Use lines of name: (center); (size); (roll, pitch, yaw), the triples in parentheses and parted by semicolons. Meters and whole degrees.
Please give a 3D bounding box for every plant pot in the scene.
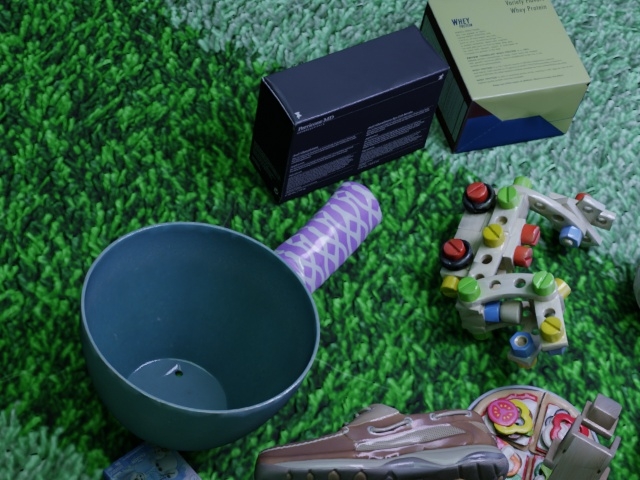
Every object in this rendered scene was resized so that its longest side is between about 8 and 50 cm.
plant pot: (-0.166, 0.148, 1.684); (0.290, 0.195, 0.290); (10, 46, -11)

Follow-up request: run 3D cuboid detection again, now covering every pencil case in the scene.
pencil case: (0.000, 0.000, 1.897); (0.088, 0.086, 0.206); (12, 44, 40)

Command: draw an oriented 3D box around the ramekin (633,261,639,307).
ramekin: (0.536, 0.063, 1.887); (0.207, 0.207, 0.109); (29, 65, 9)

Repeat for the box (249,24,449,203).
box: (0.039, -0.184, 1.965); (0.261, 0.184, 0.103); (-22, 63, -24)

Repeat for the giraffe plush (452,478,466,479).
giraffe plush: (0.156, 0.418, 1.612); (0.170, 0.181, 0.210); (44, 46, -7)

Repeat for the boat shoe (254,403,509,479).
boat shoe: (0.072, 0.273, 1.714); (0.324, 0.123, 0.116); (0, 47, -15)

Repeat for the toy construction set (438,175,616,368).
toy construction set: (0.288, 0.022, 1.894); (0.215, 0.151, 0.328); (10, 43, 26)

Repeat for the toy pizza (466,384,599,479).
toy pizza: (0.279, 0.277, 1.792); (0.201, 0.032, 0.201); (5, 56, -8)

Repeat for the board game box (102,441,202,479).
board game box: (-0.209, 0.298, 1.694); (0.090, 0.020, 0.090); (-34, 69, -28)

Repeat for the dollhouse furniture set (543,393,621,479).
dollhouse furniture set: (0.460, 0.295, 1.803); (0.303, 0.174, 0.355); (29, 33, 8)

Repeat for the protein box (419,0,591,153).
protein box: (0.274, -0.266, 2.093); (0.199, 0.136, 0.201); (-11, 60, -16)
